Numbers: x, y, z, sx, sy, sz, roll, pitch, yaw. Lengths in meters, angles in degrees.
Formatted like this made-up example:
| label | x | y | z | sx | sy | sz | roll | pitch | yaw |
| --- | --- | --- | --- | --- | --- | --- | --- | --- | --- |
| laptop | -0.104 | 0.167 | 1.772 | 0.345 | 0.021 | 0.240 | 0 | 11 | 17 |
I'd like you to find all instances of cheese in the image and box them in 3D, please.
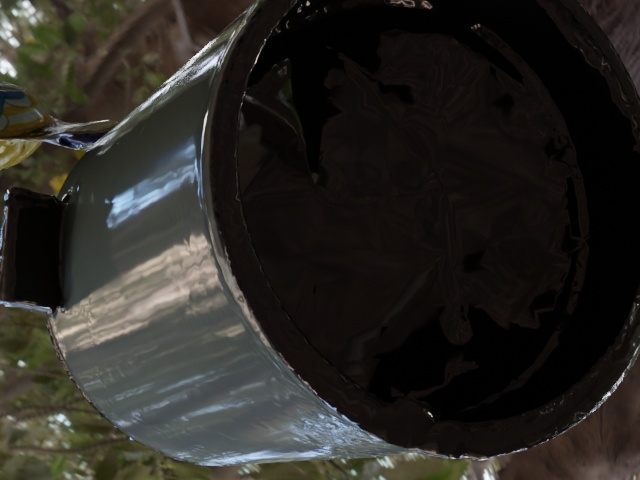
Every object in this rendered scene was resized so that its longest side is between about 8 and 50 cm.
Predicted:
| label | x | y | z | sx | sy | sz | roll | pitch | yaw |
| --- | --- | --- | --- | --- | --- | --- | --- | --- | --- |
| cheese | -0.268 | -0.094 | 1.035 | 0.270 | 0.177 | 0.069 | 6 | -76 | 14 |

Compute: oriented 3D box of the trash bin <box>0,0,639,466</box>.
| label | x | y | z | sx | sy | sz | roll | pitch | yaw |
| --- | --- | --- | --- | --- | --- | --- | --- | --- | --- |
| trash bin | 0.000 | 0.000 | 0.606 | 0.277 | 0.262 | 0.217 | 5 | -103 | -24 |
